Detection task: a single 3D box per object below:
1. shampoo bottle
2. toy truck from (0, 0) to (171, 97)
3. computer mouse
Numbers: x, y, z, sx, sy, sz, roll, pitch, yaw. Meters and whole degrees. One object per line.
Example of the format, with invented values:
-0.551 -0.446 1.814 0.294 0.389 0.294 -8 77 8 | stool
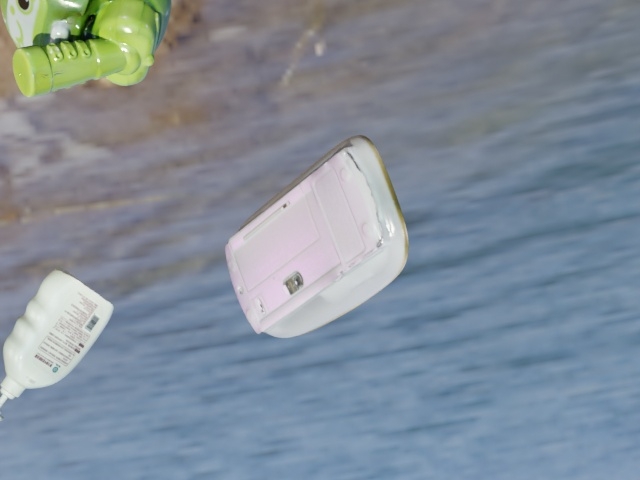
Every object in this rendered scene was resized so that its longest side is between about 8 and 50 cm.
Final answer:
-0.259 0.103 1.489 0.077 0.152 0.045 38 174 -38 | shampoo bottle
-0.254 -0.240 1.787 0.187 0.210 0.148 0 137 -21 | toy truck
0.000 0.000 1.389 0.056 0.126 0.245 -10 163 -37 | computer mouse
